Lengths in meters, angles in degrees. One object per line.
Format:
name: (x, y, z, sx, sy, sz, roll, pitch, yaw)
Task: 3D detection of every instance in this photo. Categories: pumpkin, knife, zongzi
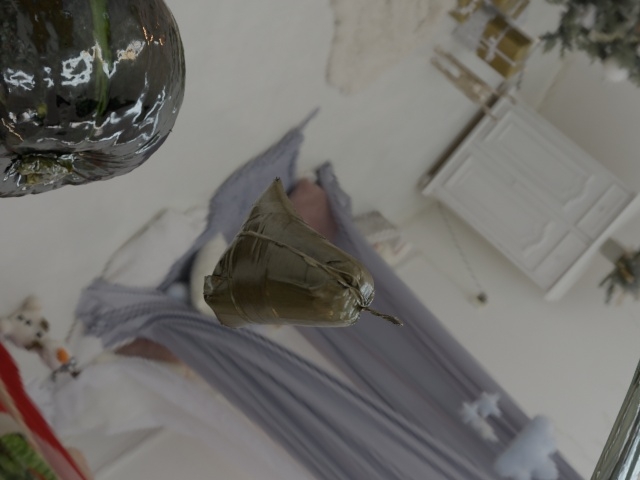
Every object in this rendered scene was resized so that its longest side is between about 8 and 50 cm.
pumpkin: (-0.302, -0.177, 1.018, 0.323, 0.241, 0.323, -14, 176, -1)
knife: (0.202, 0.113, 0.617, 0.044, 0.023, 0.162, 7, 105, -44)
zongzi: (0.000, 0.000, 0.891, 0.081, 0.189, 0.178, 57, 43, -39)
